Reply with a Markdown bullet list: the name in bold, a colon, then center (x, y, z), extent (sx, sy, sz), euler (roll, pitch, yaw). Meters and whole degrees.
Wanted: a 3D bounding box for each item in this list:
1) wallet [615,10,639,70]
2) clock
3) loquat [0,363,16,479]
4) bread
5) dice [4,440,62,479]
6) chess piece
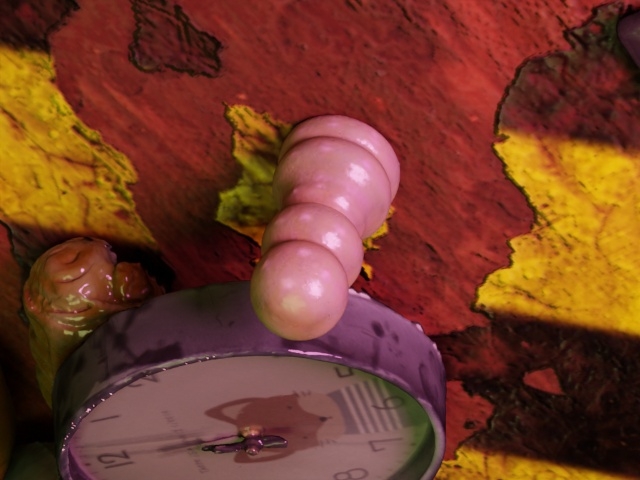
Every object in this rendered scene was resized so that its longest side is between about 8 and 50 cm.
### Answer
- **wallet**: center (0.318, -0.136, 0.982), extent (0.244, 0.025, 0.124), euler (-21, 124, 32)
- **clock**: center (-0.055, 0.151, 1.277), extent (0.325, 0.067, 0.325), euler (-3, 142, -3)
- **loquat**: center (-0.369, 0.179, 1.368), extent (0.187, 0.176, 0.234), euler (26, 105, -43)
- **bread**: center (-0.189, 0.099, 1.321), extent (0.128, 0.088, 0.232), euler (18, 140, 10)
- **dice**: center (-0.238, 0.362, 1.440), extent (0.268, 0.265, 0.262), euler (-23, 128, 38)
- **chess piece**: center (0.000, 0.000, 1.105), extent (0.094, 0.170, 0.094), euler (7, 134, 7)
